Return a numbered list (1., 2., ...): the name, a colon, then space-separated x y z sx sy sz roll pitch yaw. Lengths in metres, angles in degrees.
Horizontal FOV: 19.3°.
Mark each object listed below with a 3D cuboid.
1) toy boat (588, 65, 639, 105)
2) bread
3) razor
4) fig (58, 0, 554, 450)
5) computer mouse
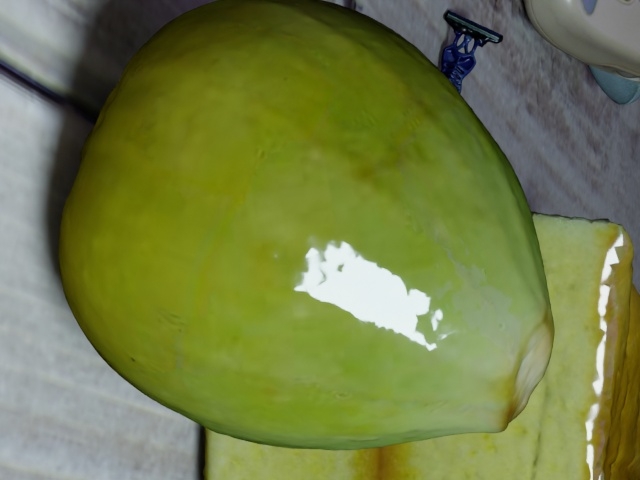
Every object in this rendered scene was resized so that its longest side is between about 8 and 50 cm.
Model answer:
1. toy boat: 0.269 -0.246 1.621 0.085 0.078 0.261 -8 105 -39
2. bread: 0.099 0.072 1.150 0.361 0.233 0.245 -25 118 -68
3. razor: 0.081 -0.088 1.298 0.028 0.044 0.155 111 2 -61
4. fig: -0.002 -0.004 0.882 0.207 0.230 0.207 -160 -90 -80
5. computer mouse: 0.255 -0.206 1.529 0.236 0.082 0.145 12 96 -39
